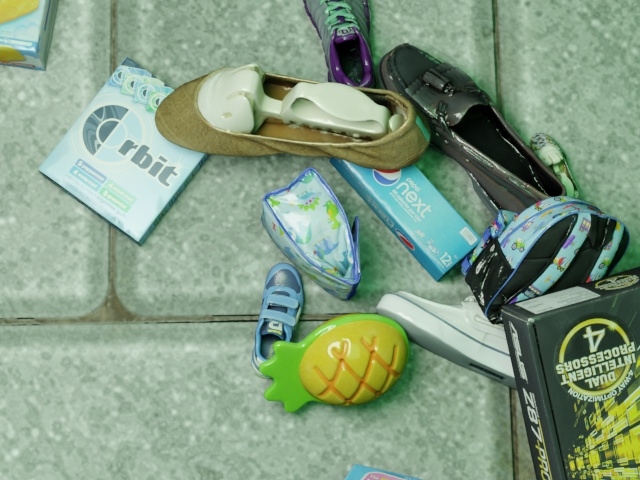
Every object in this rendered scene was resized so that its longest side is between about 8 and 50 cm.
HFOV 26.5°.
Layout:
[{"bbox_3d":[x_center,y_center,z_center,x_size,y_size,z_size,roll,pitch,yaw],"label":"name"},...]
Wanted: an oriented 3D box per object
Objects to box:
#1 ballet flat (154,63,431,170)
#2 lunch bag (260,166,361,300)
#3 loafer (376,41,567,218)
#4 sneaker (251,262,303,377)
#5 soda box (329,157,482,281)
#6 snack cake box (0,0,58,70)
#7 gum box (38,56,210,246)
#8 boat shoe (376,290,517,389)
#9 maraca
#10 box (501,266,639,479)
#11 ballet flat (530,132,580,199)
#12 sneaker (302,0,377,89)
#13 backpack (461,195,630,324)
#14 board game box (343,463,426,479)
[{"bbox_3d":[-0.037,-0.155,1.621,0.342,0.124,0.116,10,71,8],"label":"ballet flat"},{"bbox_3d":[0.000,0.000,1.656,0.096,0.129,0.151,-31,82,-7],"label":"lunch bag"},{"bbox_3d":[0.197,-0.141,1.699,0.109,0.095,0.302,-39,85,-27],"label":"loafer"},{"bbox_3d":[-0.051,0.096,1.671,0.053,0.059,0.144,8,78,1],"label":"sneaker"},{"bbox_3d":[0.104,-0.051,1.698,0.067,0.071,0.210,-40,84,-9],"label":"soda box"},{"bbox_3d":[-0.469,-0.315,1.713,0.264,0.089,0.152,8,80,-1],"label":"snack cake box"},{"bbox_3d":[-0.235,-0.112,1.710,0.157,0.041,0.184,35,80,4],"label":"gum box"},{"bbox_3d":[0.195,0.112,1.671,0.258,0.095,0.084,27,75,-8],"label":"boat shoe"},{"bbox_3d":[0.018,0.149,1.638,0.186,0.099,0.127,-14,119,-8],"label":"maraca"},{"bbox_3d":[0.432,0.180,1.591,0.395,0.097,0.318,-15,102,-13],"label":"box"},{"bbox_3d":[0.303,-0.089,1.730,0.041,0.041,0.114,-20,81,-6],"label":"ballet flat"},{"bbox_3d":[0.032,-0.278,1.723,0.083,0.098,0.223,-15,81,-5],"label":"sneaker"},{"bbox_3d":[0.273,0.016,1.619,0.158,0.173,0.117,12,33,-31],"label":"backpack"},{"bbox_3d":[0.166,0.407,1.540,0.317,0.064,0.242,12,106,12],"label":"board game box"}]
